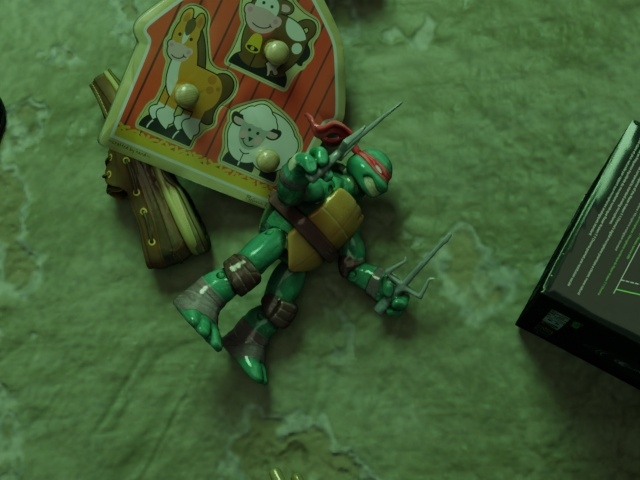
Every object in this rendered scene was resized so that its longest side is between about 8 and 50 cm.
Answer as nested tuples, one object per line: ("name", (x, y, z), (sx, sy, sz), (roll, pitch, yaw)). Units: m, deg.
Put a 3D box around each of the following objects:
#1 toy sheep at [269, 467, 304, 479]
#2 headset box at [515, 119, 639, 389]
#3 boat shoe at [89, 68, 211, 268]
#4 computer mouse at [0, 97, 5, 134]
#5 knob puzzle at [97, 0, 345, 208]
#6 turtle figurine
("toy sheep", (-0.029, 0.230, 0.925), (0.132, 0.091, 0.091), (-41, 79, 18))
("headset box", (0.298, 0.061, 0.834), (0.283, 0.246, 0.131), (28, 85, 8))
("boat shoe", (-0.154, -0.059, 0.991), (0.060, 0.064, 0.178), (-27, 82, 0))
("computer mouse", (-0.405, -0.089, 1.025), (0.262, 0.060, 0.184), (15, 84, 8))
("knob puzzle", (-0.058, -0.132, 0.942), (0.213, 0.030, 0.213), (-7, 110, -19))
("turtle figurine", (0.000, 0.000, 0.945), (0.234, 0.118, 0.175), (-45, 120, 0))
